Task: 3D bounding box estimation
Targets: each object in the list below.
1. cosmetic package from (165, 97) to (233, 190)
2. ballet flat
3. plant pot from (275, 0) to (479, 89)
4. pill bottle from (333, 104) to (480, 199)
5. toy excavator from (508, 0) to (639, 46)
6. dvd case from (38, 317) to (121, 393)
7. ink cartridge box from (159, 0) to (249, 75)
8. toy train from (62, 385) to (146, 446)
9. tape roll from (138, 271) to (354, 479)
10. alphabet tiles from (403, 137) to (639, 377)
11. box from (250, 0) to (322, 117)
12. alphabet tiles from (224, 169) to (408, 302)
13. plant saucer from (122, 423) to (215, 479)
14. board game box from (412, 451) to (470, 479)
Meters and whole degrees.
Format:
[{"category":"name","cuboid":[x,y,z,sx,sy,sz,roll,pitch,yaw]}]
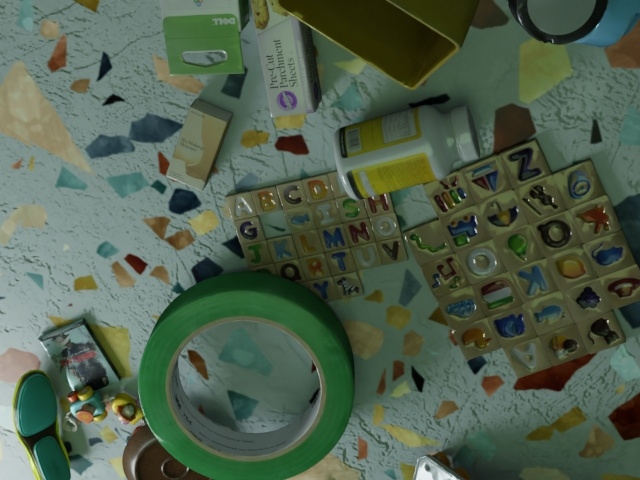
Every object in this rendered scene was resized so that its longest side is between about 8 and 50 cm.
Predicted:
[{"category":"cosmetic package","cuboid":[-0.171,-0.135,1.615,0.060,0.041,0.115,21,116,-1]},{"category":"ballet flat","cuboid":[-0.460,0.300,1.844,0.077,0.077,0.231,25,131,47]},{"category":"plant pot","cuboid":[0.094,-0.336,1.382,0.212,0.212,0.187,31,79,-6]},{"category":"pill bottle","cuboid":[0.117,-0.123,1.541,0.184,0.103,0.103,-13,112,15]},{"category":"toy excavator","cuboid":[0.450,-0.424,1.322,0.445,0.222,0.433,7,116,-10]},{"category":"dvd case","cuboid":[-0.381,0.187,1.810,0.087,0.013,0.119,-21,109,17]},{"category":"ink cartridge box","cuboid":[-0.155,-0.328,1.512,0.109,0.062,0.209,0,115,9]},{"category":"toy train","cuboid":[-0.334,0.298,1.828,0.166,0.046,0.125,15,120,-2]},{"category":"tape roll","cuboid":[-0.109,0.208,1.713,0.321,0.077,0.321,1,111,2]},{"category":"alphabet tiles","cuboid":[0.294,0.033,1.637,0.285,0.011,0.343,-22,109,17]},{"category":"box","cuboid":[-0.057,-0.325,1.498,0.067,0.063,0.324,-4,114,12]},{"category":"alphabet tiles","cuboid":[0.000,0.000,1.669,0.237,0.009,0.198,-12,112,14]},{"category":"plant saucer","cuboid":[-0.231,0.356,1.829,0.168,0.029,0.168,-5,118,-10]},{"category":"board game box","cuboid":[0.271,0.573,1.743,0.390,0.050,0.390,31,123,37]}]
